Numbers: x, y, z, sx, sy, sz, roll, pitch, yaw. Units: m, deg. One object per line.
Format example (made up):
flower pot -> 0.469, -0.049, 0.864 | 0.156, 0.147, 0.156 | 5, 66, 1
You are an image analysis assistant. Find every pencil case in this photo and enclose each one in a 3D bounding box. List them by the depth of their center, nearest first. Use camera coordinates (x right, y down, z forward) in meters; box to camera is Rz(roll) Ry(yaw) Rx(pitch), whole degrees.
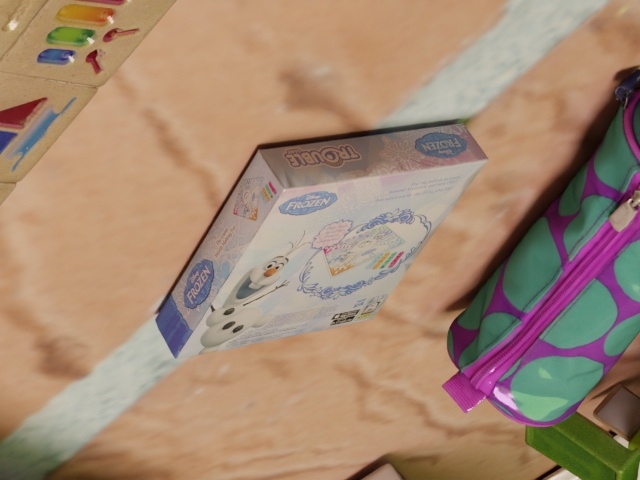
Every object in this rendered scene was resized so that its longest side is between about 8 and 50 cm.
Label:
pencil case -> 0.107, 0.007, 0.713 | 0.070, 0.064, 0.152 | -30, 160, -45

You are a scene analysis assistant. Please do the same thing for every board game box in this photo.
board game box -> 0.000, 0.000, 0.629 | 0.090, 0.020, 0.090 | -9, 147, -39

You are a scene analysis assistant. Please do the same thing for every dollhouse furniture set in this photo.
dollhouse furniture set -> 0.172, 0.060, 0.932 | 0.151, 0.058, 0.076 | -44, 152, -22

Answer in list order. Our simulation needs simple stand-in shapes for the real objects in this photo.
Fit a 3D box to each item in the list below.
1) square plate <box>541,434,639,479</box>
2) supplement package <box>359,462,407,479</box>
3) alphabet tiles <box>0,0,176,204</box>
square plate -> 0.125, 0.240, 1.174 | 0.347, 0.049, 0.344 | -33, 155, 3
supplement package -> -0.027, 0.274, 0.912 | 0.293, 0.175, 0.177 | -33, 156, 2
alphabet tiles -> -0.145, -0.023, 0.438 | 0.237, 0.009, 0.198 | -45, 152, 27
